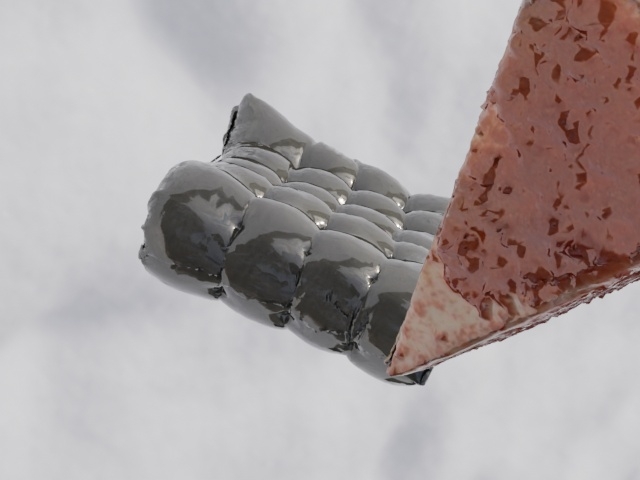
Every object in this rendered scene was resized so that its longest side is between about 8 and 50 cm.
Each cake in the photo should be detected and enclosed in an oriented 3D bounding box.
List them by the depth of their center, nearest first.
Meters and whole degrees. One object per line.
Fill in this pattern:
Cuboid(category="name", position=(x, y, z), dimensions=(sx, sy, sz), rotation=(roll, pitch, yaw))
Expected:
Cuboid(category="cake", position=(0.117, -0.053, 0.893), dimensions=(0.262, 0.160, 0.158), rotation=(-29, 176, 42))

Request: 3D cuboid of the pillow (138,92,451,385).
Cuboid(category="pillow", position=(0.000, 0.000, 1.427), dimensions=(0.326, 0.228, 0.101), rotation=(-56, 169, -73))
